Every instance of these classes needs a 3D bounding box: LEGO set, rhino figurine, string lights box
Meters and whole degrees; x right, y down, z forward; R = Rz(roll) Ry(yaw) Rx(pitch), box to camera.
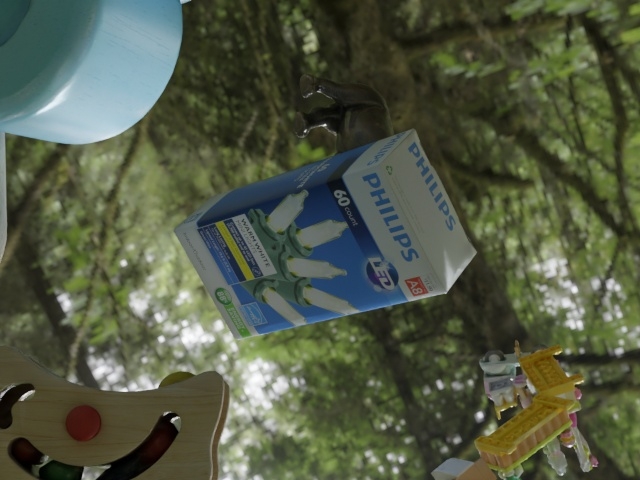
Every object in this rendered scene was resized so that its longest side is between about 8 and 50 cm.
[{"bbox_3d":[0.207,0.202,1.174,0.132,0.107,0.287,-13,-163,23],"label":"LEGO set"},{"bbox_3d":[0.053,-0.071,1.286,0.106,0.243,0.073,-4,152,-32],"label":"rhino figurine"},{"bbox_3d":[0.000,0.000,1.110,0.259,0.133,0.077,-16,-160,40],"label":"string lights box"}]

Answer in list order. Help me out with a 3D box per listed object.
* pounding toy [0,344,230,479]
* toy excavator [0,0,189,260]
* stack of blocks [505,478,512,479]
[{"bbox_3d":[-0.206,0.166,1.009,0.269,0.154,0.155,-12,168,-2],"label":"pounding toy"},{"bbox_3d":[-0.266,-0.116,0.935,0.433,0.445,0.222,-10,174,18],"label":"toy excavator"},{"bbox_3d":[0.124,0.240,0.710,0.087,0.171,0.297,-35,152,13],"label":"stack of blocks"}]
